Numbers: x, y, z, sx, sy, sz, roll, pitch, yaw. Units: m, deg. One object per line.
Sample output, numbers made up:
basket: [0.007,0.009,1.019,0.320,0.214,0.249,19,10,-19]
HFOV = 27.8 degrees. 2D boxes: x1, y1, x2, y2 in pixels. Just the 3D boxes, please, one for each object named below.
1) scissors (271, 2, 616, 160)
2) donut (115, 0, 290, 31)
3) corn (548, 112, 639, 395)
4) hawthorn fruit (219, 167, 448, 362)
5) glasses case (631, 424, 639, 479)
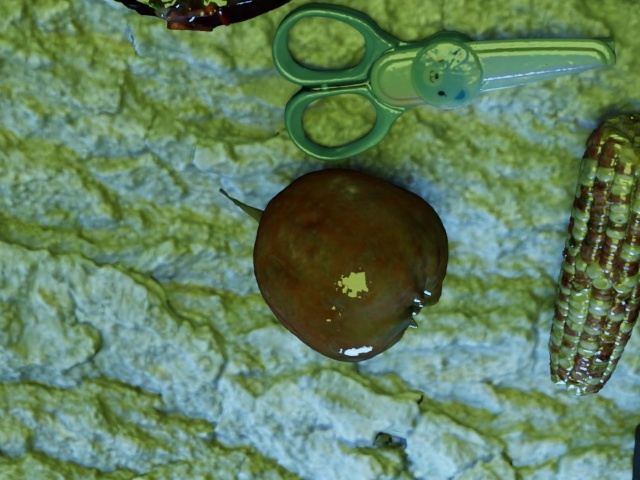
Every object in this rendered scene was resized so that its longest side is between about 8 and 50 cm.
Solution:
scissors: [0.093,-0.128,0.979,0.256,0.030,0.125,-4,116,12]
donut: [-0.083,-0.279,0.892,0.269,0.103,0.270,4,115,8]
corn: [0.222,0.016,1.010,0.079,0.079,0.237,11,119,2]
hawthorn fruit: [0.007,0.013,0.993,0.189,0.149,0.149,19,116,-7]
glasses case: [0.278,0.223,1.033,0.042,0.190,0.072,8,112,3]
